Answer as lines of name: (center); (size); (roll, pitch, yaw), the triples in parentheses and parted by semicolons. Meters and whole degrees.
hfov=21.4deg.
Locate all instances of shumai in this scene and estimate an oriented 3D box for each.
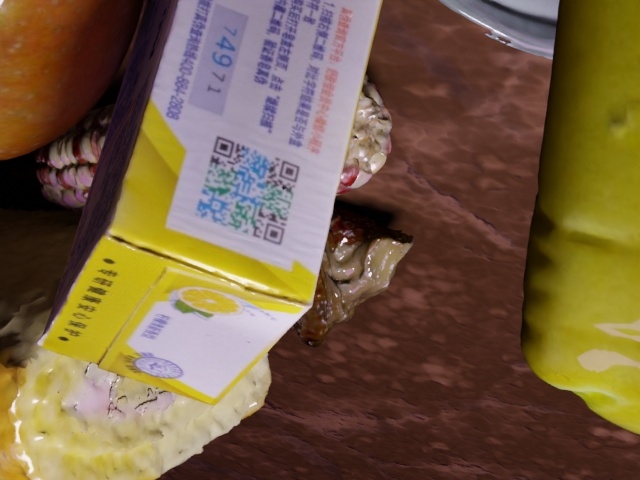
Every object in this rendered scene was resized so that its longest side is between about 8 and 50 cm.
shumai: (-0.007, 0.008, 1.177); (0.123, 0.105, 0.139); (54, 151, 23)

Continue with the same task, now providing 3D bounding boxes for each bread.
bread: (0.164, -0.112, 0.556); (0.166, 0.383, 0.112); (-5, -161, -31)
bread: (-0.244, 0.074, 1.190); (0.375, 0.236, 0.165); (4, 114, 44)

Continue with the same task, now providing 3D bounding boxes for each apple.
apple: (-0.179, -0.158, 0.838); (0.210, 0.173, 0.235); (37, 141, 11)

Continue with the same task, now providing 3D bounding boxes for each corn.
corn: (-0.073, -0.061, 1.071); (0.280, 0.092, 0.092); (-5, 146, 45)

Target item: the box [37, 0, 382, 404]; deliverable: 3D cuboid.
box: (-0.045, -0.072, 0.830); (0.097, 0.265, 0.168); (19, 152, -11)

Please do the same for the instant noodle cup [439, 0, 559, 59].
instant noodle cup: (0.113, -0.170, 0.689); (0.182, 0.144, 0.182); (14, 153, 7)
